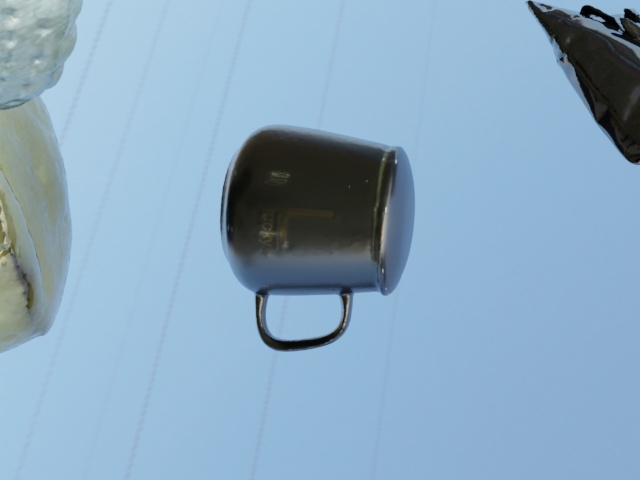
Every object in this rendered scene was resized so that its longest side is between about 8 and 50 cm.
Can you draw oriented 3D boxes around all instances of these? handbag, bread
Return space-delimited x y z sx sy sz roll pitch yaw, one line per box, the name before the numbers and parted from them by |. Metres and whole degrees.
handbag | 0.324 -0.160 1.156 0.088 0.254 0.211 -48 -115 32
bread | -0.382 -0.024 1.146 0.237 0.320 0.320 2 -130 0

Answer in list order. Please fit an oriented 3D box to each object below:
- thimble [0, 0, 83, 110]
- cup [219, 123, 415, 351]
thimble | -0.306 -0.204 0.927 0.205 0.172 0.250 48 -50 29
cup | 0.000 0.000 1.128 0.177 0.169 0.223 4 -87 10
